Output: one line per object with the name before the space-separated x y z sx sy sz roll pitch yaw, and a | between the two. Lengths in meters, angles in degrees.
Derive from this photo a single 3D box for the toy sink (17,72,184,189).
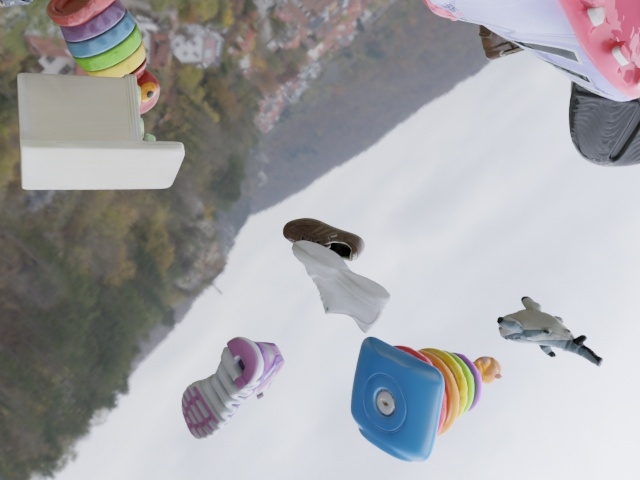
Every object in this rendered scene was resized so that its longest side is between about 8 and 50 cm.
toy sink | -0.342 -0.168 1.128 0.234 0.131 0.153 -2 162 -22

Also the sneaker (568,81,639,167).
sneaker | 0.390 -0.327 0.866 0.258 0.169 0.448 -81 179 -61

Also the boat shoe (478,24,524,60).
boat shoe | 0.348 -0.295 0.998 0.257 0.095 0.095 -2 -156 15

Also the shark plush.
shark plush | 0.330 0.137 1.047 0.161 0.067 0.073 13 -144 33

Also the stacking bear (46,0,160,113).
stacking bear | -0.441 -0.398 1.562 0.164 0.289 0.175 17 -126 38

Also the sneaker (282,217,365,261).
sneaker | 0.000 0.000 1.571 0.071 0.188 0.066 -52 150 -60

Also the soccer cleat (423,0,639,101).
soccer cleat | 0.125 -0.157 0.457 0.095 0.248 0.083 -3 -110 50

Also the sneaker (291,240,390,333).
sneaker | 0.019 0.082 1.281 0.080 0.212 0.094 -7 127 -54

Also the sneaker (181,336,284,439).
sneaker | -0.140 0.243 1.200 0.104 0.095 0.236 -4 143 -51

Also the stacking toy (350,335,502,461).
stacking toy | 0.206 0.241 1.225 0.301 0.166 0.175 -5 -161 -43

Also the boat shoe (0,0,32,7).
boat shoe | -0.513 -0.380 1.115 0.183 0.083 0.065 -61 156 -50
